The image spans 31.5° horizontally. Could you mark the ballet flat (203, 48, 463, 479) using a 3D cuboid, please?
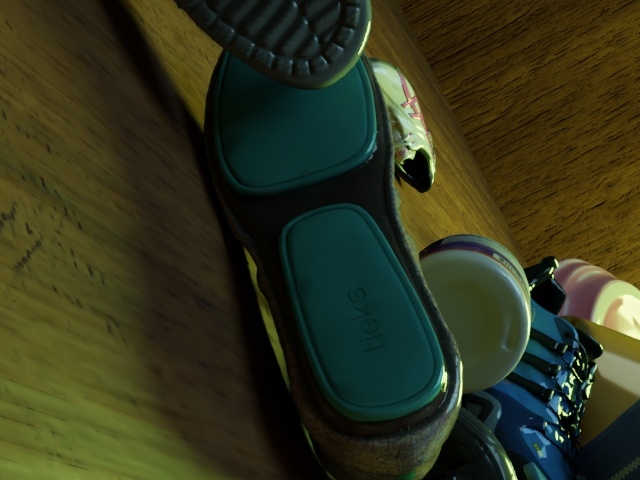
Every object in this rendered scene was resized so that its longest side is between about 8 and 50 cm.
[{"bbox_3d":[0.000,0.000,0.623,0.106,0.108,0.316,79,0,-50],"label":"ballet flat"}]

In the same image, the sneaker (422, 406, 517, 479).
[{"bbox_3d":[0.071,0.165,0.565,0.089,0.051,0.170,-11,72,-50],"label":"sneaker"}]

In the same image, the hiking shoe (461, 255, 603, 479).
[{"bbox_3d":[0.188,0.129,0.993,0.113,0.132,0.304,52,16,-41],"label":"hiking shoe"}]

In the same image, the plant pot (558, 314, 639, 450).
[{"bbox_3d":[0.287,0.173,1.126,0.188,0.205,0.205,33,23,-21],"label":"plant pot"}]

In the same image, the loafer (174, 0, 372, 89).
[{"bbox_3d":[-0.067,-0.184,0.627,0.251,0.094,0.087,48,3,4],"label":"loafer"}]

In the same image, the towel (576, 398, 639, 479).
[{"bbox_3d":[0.296,0.307,0.924,0.243,0.040,0.336,-61,-138,50],"label":"towel"}]

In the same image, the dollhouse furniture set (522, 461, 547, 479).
[{"bbox_3d":[0.163,0.219,0.692,0.183,0.129,0.129,51,16,-48],"label":"dollhouse furniture set"}]

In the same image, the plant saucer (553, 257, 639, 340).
[{"bbox_3d":[0.354,0.178,1.376,0.332,0.084,0.332,23,60,-45],"label":"plant saucer"}]

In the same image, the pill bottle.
[{"bbox_3d":[0.115,0.051,0.916,0.108,0.108,0.193,62,11,0],"label":"pill bottle"}]

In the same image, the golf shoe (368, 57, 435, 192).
[{"bbox_3d":[0.092,-0.136,1.337,0.186,0.067,0.086,52,17,-40],"label":"golf shoe"}]
